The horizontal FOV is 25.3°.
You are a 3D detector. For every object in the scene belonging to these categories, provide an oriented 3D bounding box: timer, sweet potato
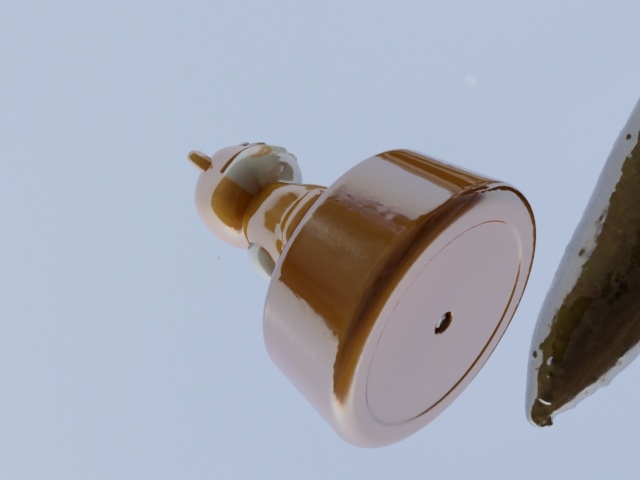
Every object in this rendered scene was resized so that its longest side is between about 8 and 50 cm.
[{"bbox_3d":[0.000,0.000,0.650,0.152,0.132,0.132,34,-93,30],"label":"timer"},{"bbox_3d":[0.204,-0.058,0.714,0.079,0.108,0.346,26,-71,-12],"label":"sweet potato"}]
